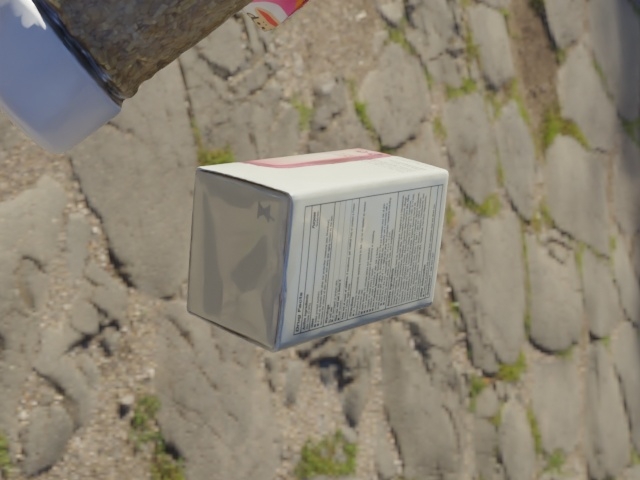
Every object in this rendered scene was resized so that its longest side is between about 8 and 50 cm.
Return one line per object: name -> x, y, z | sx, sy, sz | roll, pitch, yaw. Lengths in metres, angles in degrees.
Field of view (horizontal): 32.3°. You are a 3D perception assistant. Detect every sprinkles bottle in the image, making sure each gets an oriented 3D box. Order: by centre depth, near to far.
sprinkles bottle -> -0.046, -0.199, 0.616 | 0.121, 0.355, 0.121 | 53, 0, 0

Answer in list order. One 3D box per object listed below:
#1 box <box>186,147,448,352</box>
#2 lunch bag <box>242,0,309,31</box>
box -> 0.000, 0.000, 1.067 | 0.232, 0.127, 0.148 | -10, 112, -46
lunch bag -> 0.002, -0.373, 1.244 | 0.120, 0.293, 0.258 | 38, 24, -25
